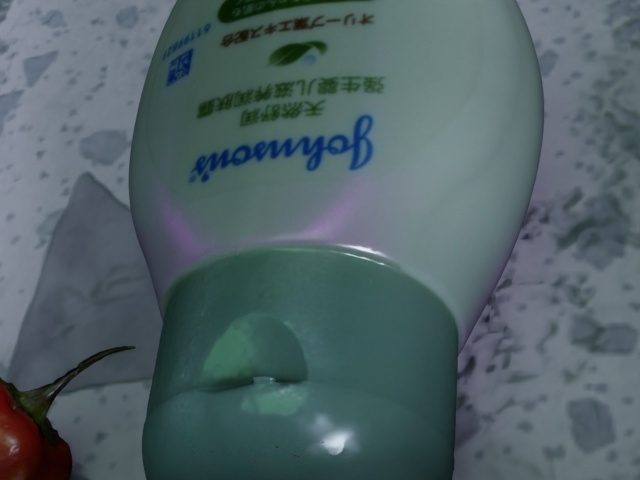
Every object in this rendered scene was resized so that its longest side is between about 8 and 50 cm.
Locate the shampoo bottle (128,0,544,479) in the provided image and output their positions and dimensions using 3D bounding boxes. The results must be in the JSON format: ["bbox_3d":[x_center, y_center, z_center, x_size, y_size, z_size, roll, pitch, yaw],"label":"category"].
[{"bbox_3d":[0.000,0.000,0.792,0.221,0.151,0.350,-4,55,16],"label":"shampoo bottle"}]

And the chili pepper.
[{"bbox_3d":[-0.175,0.112,0.824,0.192,0.084,0.086,-38,83,-5],"label":"chili pepper"}]
